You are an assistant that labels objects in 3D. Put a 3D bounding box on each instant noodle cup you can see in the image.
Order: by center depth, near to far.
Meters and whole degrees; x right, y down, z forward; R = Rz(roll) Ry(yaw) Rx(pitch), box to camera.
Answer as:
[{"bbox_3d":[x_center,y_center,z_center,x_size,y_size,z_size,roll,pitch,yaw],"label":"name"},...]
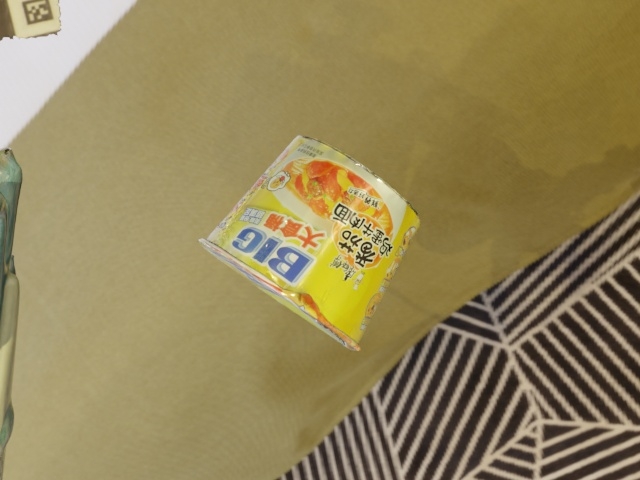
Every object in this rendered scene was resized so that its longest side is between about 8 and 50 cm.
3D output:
[{"bbox_3d":[0.000,0.000,0.925,0.205,0.205,0.153,33,82,29],"label":"instant noodle cup"}]

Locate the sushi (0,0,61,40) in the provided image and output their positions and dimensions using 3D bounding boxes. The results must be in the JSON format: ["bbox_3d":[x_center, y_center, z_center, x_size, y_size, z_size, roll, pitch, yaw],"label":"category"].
[{"bbox_3d":[-0.262,-0.180,0.536,0.200,0.031,0.139,-8,79,-5],"label":"sushi"}]

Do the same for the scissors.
[{"bbox_3d":[-0.197,0.095,0.520,0.138,0.041,0.289,-117,34,-66],"label":"scissors"}]
